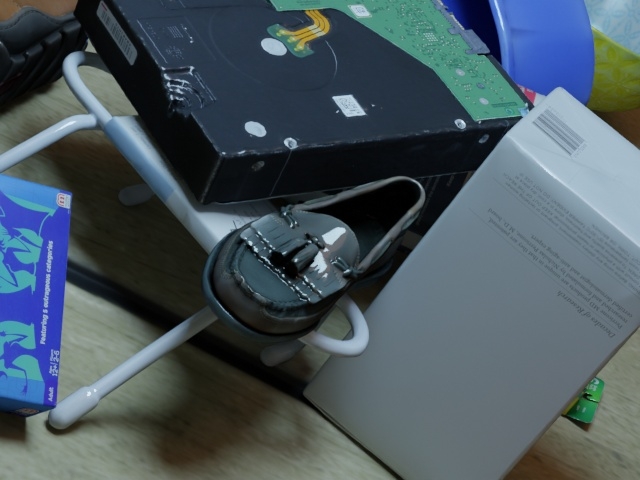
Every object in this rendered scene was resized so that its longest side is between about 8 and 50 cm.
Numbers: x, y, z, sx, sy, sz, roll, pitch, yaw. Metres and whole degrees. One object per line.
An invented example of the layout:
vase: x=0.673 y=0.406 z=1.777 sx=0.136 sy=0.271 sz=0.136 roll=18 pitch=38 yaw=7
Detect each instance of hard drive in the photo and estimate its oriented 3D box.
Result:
hard drive: x=-0.007 y=-0.143 z=1.510 sx=0.339 sy=0.064 sz=0.237 roll=-10 pitch=51 yaw=-37

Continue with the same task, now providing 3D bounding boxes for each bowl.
bowl: x=0.326 y=-0.252 z=2.327 sx=0.289 sy=0.156 sz=0.289 roll=28 pitch=28 yaw=-17

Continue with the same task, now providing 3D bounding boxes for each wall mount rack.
wall mount rack: x=-0.140 y=0.007 z=1.407 sx=0.350 sy=0.130 sz=0.304 roll=47 pitch=25 yaw=20

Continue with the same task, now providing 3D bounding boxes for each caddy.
caddy: x=0.135 y=-0.234 z=1.883 sx=0.179 sy=0.241 sz=0.341 roll=-8 pitch=77 yaw=-32

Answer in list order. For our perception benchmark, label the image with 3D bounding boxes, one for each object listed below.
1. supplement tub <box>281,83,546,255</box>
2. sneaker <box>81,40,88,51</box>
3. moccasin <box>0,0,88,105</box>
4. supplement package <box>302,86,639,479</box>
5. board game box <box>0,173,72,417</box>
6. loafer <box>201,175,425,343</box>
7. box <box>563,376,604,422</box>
supplement tub: x=0.069 y=-0.095 z=1.702 sx=0.272 sy=0.191 sz=0.191 roll=24 pitch=27 yaw=1
sneaker: x=-0.269 y=-0.233 z=1.700 sx=0.162 sy=0.063 sz=0.073 roll=45 pitch=25 yaw=17
moccasin: x=-0.311 y=-0.177 z=1.473 sx=0.147 sy=0.139 sz=0.380 roll=37 pitch=26 yaw=3
supplement package: x=0.154 y=0.052 z=1.480 sx=0.175 sy=0.293 sz=0.177 roll=40 pitch=26 yaw=5
board game box: x=-0.272 y=0.023 z=1.214 sx=0.210 sy=0.047 sz=0.160 roll=14 pitch=68 yaw=-35
loafer: x=0.000 y=0.000 z=1.351 sx=0.096 sy=0.084 sz=0.267 roll=46 pitch=25 yaw=8
box: x=0.203 y=0.097 z=1.748 sx=0.179 sy=0.043 sz=0.105 roll=38 pitch=27 yaw=0
